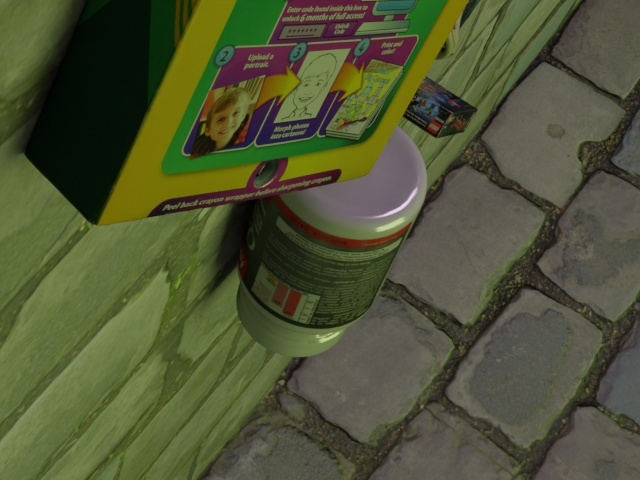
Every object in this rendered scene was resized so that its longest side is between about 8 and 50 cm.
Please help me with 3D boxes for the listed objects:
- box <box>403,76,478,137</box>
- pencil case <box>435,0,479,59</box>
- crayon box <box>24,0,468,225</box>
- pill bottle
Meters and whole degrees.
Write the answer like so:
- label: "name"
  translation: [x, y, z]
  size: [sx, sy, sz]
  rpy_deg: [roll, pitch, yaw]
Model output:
- label: "box"
  translation: [0.133, -0.211, 2.078]
  size: [0.044, 0.159, 0.233]
  rpy_deg: [-58, 171, 13]
- label: "pencil case"
  translation: [0.191, -0.392, 1.715]
  size: [0.410, 0.160, 0.183]
  rpy_deg: [-52, 161, -25]
- label: "crayon box"
  translation: [-0.029, -0.184, 1.187]
  size: [0.363, 0.106, 0.313]
  rpy_deg: [-13, 139, -51]
- label: "pill bottle"
  translation: [0.000, 0.000, 1.971]
  size: [0.210, 0.210, 0.363]
  rpy_deg: [-49, 169, -36]
